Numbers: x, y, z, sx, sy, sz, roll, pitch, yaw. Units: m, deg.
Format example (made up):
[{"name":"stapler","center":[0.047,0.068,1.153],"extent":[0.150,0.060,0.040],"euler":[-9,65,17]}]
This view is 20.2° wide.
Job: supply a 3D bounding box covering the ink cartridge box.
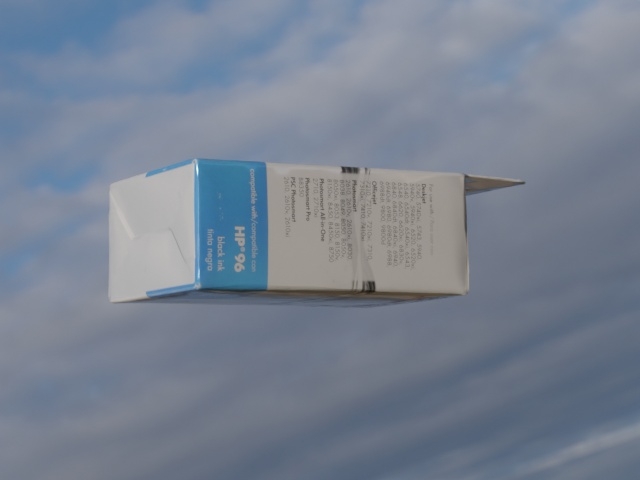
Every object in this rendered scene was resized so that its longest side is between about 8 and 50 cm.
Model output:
[{"name":"ink cartridge box","center":[0.000,0.000,0.401],"extent":[0.083,0.028,0.048],"euler":[2,-6,-29]}]
